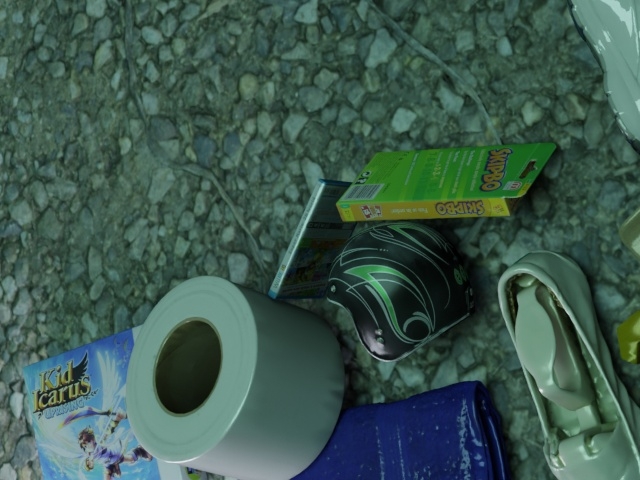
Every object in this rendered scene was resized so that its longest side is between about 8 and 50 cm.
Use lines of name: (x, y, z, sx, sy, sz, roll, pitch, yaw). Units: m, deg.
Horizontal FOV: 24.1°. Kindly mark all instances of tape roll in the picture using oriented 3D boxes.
tape roll: (-0.112, 0.183, 1.949, 0.246, 0.169, 0.246, -19, 61, 38)

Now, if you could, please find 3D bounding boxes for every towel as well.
towel: (0.101, 0.314, 1.895, 0.308, 0.076, 0.227, -17, 71, 35)

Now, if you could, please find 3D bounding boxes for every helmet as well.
helmet: (0.096, 0.054, 1.858, 0.169, 0.169, 0.161, -34, 85, 28)

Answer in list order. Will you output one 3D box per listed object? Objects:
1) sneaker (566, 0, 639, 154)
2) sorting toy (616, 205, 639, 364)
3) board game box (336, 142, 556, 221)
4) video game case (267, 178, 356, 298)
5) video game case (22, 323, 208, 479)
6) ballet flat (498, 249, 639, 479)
sneaker: (0.366, -0.246, 1.741, 0.129, 0.111, 0.297, -25, 77, 14)
sorting toy: (0.449, 0.035, 1.693, 0.307, 0.041, 0.229, -48, 68, 21)
board game box: (0.157, -0.072, 1.850, 0.259, 0.124, 0.039, -4, 122, 36)
video game case: (0.000, 0.000, 1.949, 0.015, 0.119, 0.166, 31, 104, 28)
video game case: (-0.302, 0.267, 2.177, 0.269, 0.061, 0.244, -21, 75, 32)
ballet flat: (0.296, 0.199, 1.732, 0.139, 0.139, 0.400, -28, 72, 30)
